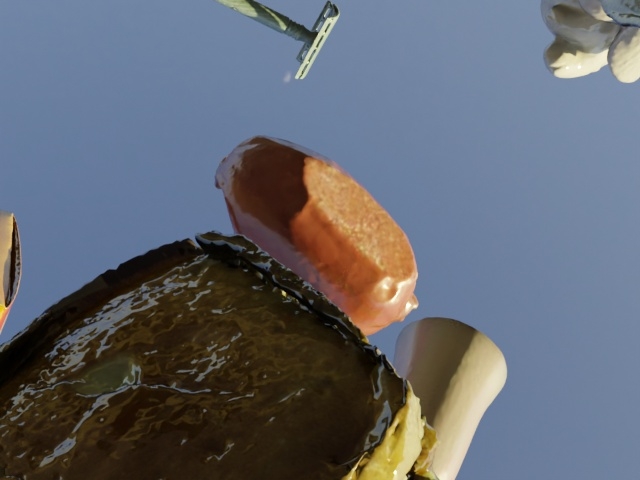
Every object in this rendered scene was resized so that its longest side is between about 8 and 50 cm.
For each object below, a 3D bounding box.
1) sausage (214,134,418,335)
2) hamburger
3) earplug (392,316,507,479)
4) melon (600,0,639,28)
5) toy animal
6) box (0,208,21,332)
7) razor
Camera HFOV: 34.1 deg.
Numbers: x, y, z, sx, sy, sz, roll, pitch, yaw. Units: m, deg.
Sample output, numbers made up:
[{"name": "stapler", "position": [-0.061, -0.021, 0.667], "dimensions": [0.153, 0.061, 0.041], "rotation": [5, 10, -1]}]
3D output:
[{"name": "sausage", "position": [0.000, 0.000, 1.087], "dimensions": [0.254, 0.148, 0.148], "rotation": [45, -133, -17]}, {"name": "hamburger", "position": [-0.084, 0.144, 0.696], "dimensions": [0.277, 0.195, 0.318], "rotation": [-32, -139, -16]}, {"name": "earplug", "position": [0.140, 0.269, 1.453], "dimensions": [0.172, 0.172, 0.301], "rotation": [24, -135, 7]}, {"name": "melon", "position": [0.229, -0.163, 0.539], "dimensions": [0.140, 0.093, 0.202], "rotation": [-12, -164, -10]}, {"name": "toy animal", "position": [0.411, -0.371, 1.433], "dimensions": [0.206, 0.265, 0.271], "rotation": [-6, -102, -12]}, {"name": "box", "position": [-0.478, 0.107, 1.153], "dimensions": [0.214, 0.283, 0.259], "rotation": [21, -163, -21]}, {"name": "razor", "position": [-0.100, -0.320, 1.450], "dimensions": [0.232, 0.106, 0.068], "rotation": [22, -149, -15]}]
